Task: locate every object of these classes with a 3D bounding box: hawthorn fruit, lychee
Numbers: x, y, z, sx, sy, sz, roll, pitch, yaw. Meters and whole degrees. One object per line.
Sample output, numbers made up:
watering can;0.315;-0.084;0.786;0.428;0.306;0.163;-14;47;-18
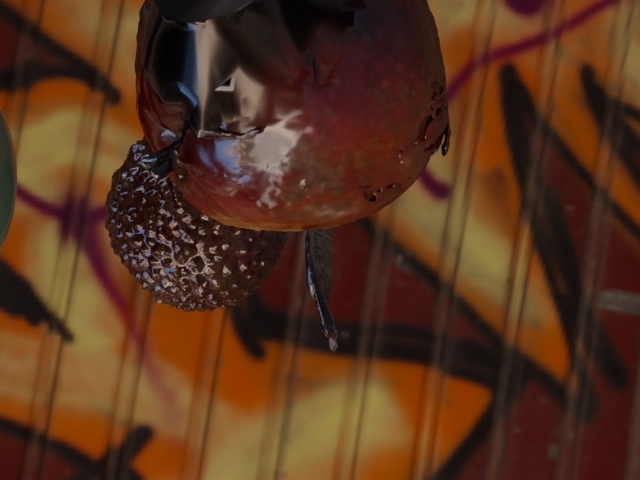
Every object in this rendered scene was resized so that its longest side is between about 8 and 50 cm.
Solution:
hawthorn fruit;-0.025;-0.155;1.284;0.316;0.316;0.316;-170;90;-78
lychee;-0.180;-0.034;2.072;0.304;0.276;0.275;-62;18;20

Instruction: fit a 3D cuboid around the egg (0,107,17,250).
egg;-0.522;-0.076;1.801;0.276;0.276;0.389;114;156;-47

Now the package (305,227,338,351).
package;0.000;0.000;1.606;0.154;0.030;0.239;65;-160;-77
